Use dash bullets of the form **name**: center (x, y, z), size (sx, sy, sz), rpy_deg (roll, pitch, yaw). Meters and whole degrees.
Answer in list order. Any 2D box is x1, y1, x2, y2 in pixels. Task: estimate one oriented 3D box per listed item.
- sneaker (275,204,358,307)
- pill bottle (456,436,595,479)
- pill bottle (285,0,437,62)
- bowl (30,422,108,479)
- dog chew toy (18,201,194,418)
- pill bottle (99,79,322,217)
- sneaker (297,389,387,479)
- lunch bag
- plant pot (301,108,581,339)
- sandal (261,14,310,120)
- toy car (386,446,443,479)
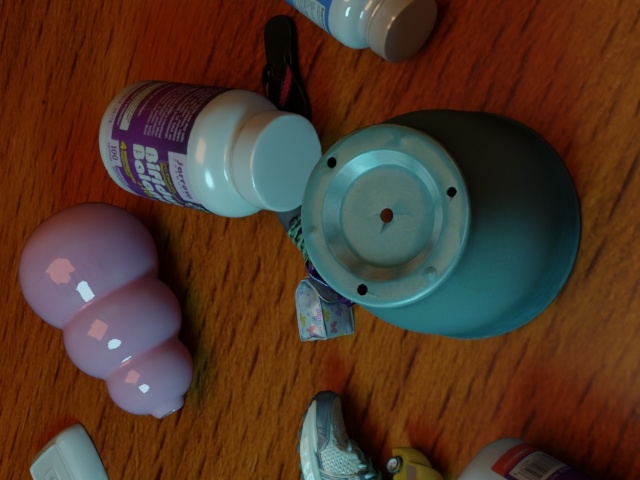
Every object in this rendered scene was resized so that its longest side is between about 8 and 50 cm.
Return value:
- **sneaker**: center (0.000, 0.000, 1.271), size (0.224, 0.098, 0.083), rpy_deg (43, 117, 27)
- **pill bottle**: center (0.287, 0.353, 1.024), size (0.323, 0.181, 0.181), rpy_deg (26, 108, 33)
- **pill bottle**: center (0.035, -0.314, 1.210), size (0.221, 0.124, 0.124), rpy_deg (41, 116, 27)
- **bowl**: center (-0.429, 0.394, 1.648), size (0.142, 0.053, 0.142), rpy_deg (-42, 69, 29)
- **dog chew toy**: center (-0.302, 0.110, 1.451), size (0.206, 0.207, 0.332), rpy_deg (-38, 78, 32)
- **pill bottle**: center (-0.147, -0.122, 1.315), size (0.301, 0.169, 0.169), rpy_deg (13, 101, 43)
- **sneaker**: center (0.056, 0.327, 1.265), size (0.122, 0.110, 0.283), rpy_deg (-15, 85, 18)
- **lunch bag**: center (0.006, 0.086, 1.289), size (0.053, 0.071, 0.083), rpy_deg (-11, 85, 35)
- **plant pot**: center (0.116, -0.019, 1.059), size (0.272, 0.255, 0.271), rpy_deg (0, 89, 27)
- **sandal**: center (-0.057, -0.219, 1.337), size (0.067, 0.040, 0.179), rpy_deg (-11, 86, 37)
- **toy car**: center (0.109, 0.360, 1.134), size (0.053, 0.225, 0.239), rpy_deg (-32, 73, 32)
